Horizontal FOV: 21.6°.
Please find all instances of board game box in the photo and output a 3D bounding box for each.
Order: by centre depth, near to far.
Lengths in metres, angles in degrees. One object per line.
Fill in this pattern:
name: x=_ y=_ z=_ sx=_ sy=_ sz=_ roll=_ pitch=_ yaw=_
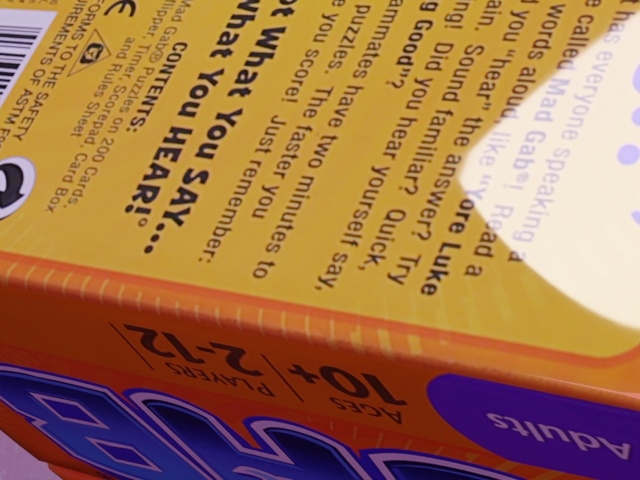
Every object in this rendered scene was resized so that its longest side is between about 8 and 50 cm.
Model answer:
board game box: x=0.092 y=-0.030 z=0.682 sx=0.356 sy=0.356 sz=0.356 roll=8 pitch=62 yaw=36
